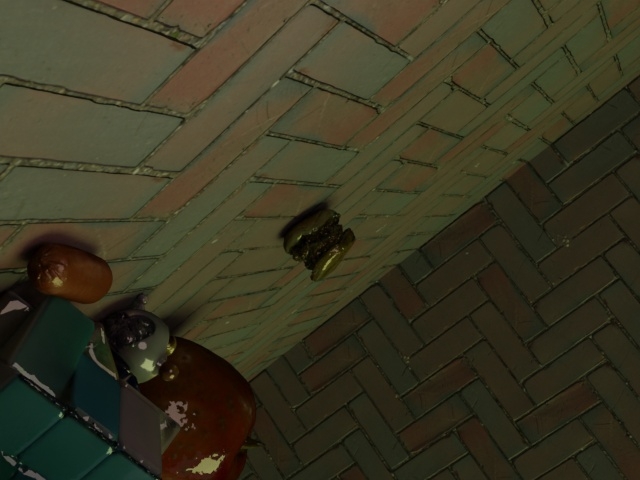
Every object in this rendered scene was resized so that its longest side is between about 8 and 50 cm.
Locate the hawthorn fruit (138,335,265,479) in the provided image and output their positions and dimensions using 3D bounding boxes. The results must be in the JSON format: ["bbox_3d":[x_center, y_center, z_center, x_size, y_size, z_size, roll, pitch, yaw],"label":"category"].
[{"bbox_3d":[-0.317,0.420,1.902,0.403,0.403,0.403,-34,168,-8],"label":"hawthorn fruit"}]

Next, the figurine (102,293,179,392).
[{"bbox_3d":[-0.387,0.236,1.546,0.274,0.194,0.133,-42,142,-37],"label":"figurine"}]

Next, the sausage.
[{"bbox_3d":[-0.359,0.048,1.194,0.076,0.076,0.197,-36,167,0],"label":"sausage"}]

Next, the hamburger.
[{"bbox_3d":[0.000,0.000,1.886,0.159,0.131,0.185,-49,171,18],"label":"hamburger"}]

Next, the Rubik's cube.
[{"bbox_3d":[-0.425,0.294,1.255,0.358,0.387,0.368,-52,-153,-21],"label":"Rubik's cube"}]
